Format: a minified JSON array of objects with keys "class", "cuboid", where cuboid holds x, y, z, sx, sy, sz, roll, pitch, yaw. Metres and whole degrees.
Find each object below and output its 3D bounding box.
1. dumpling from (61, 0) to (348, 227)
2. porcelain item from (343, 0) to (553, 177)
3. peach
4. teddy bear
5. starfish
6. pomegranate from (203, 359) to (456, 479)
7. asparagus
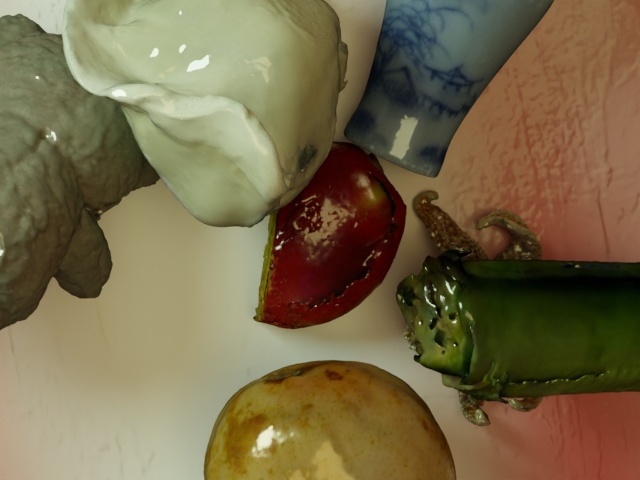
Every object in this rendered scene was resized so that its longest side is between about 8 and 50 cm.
[{"class":"dumpling","cuboid":[-0.096,-0.133,1.501,0.243,0.318,0.187,29,119,-14]},{"class":"porcelain item","cuboid":[0.112,-0.185,1.599,0.141,0.141,0.259,21,99,-12]},{"class":"peach","cuboid":[0.000,0.000,1.610,0.127,0.092,0.172,34,86,-15]},{"class":"teddy bear","cuboid":[-0.247,-0.050,1.501,0.236,0.151,0.267,42,46,-15]},{"class":"starfish","cuboid":[0.132,0.053,1.673,0.150,0.053,0.209,-29,96,-20]},{"class":"pomegranate","cuboid":[0.005,0.194,1.573,0.207,0.207,0.207,-1,95,-11]},{"class":"asparagus","cuboid":[0.249,0.073,1.635,0.382,0.108,0.128,1,50,-27]}]
